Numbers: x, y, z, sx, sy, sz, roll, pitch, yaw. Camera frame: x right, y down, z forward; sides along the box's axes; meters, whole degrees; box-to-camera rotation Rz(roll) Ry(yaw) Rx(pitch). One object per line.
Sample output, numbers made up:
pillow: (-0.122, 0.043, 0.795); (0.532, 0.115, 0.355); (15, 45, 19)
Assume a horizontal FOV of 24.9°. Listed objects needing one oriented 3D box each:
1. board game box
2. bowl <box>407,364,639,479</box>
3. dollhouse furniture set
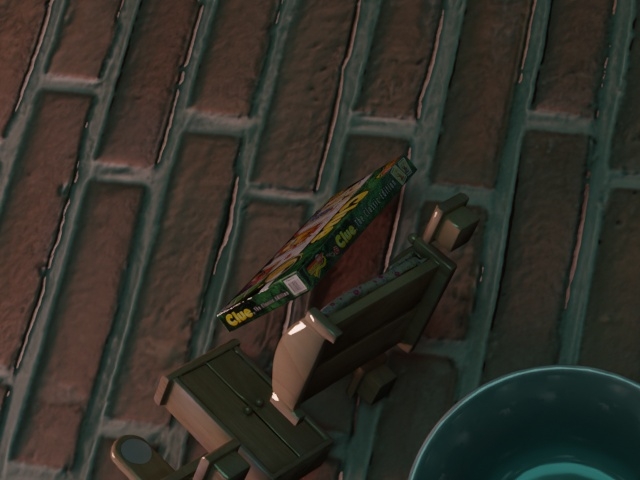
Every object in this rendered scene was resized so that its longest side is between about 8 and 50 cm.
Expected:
board game box: (0.000, 0.000, 1.578); (0.030, 0.136, 0.260); (54, 41, -11)
bowl: (0.247, 0.296, 1.461); (0.311, 0.163, 0.311); (-4, 68, 10)
dollhouse furniture set: (-0.045, 0.093, 1.486); (0.174, 0.355, 0.303); (42, 43, 21)
